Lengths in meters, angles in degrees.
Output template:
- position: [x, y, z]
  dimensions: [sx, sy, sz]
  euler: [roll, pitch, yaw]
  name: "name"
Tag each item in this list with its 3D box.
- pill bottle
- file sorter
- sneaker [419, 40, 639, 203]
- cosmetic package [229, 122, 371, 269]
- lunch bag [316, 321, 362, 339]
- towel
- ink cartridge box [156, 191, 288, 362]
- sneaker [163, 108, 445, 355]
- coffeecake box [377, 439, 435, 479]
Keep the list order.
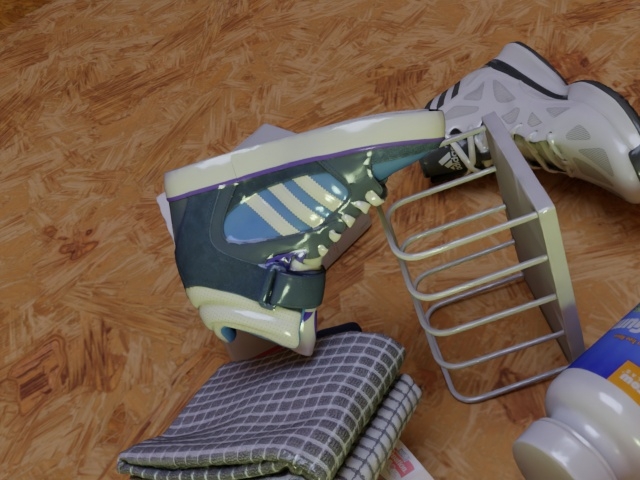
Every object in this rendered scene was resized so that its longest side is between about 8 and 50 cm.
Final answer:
- position: [0.337, 0.170, 0.956]
  dimensions: [0.272, 0.152, 0.152]
  euler: [-36, 43, -20]
  name: "pill bottle"
- position: [0.187, 0.033, 1.081]
  dimensions: [0.173, 0.277, 0.193]
  euler: [-21, 40, 5]
  name: "file sorter"
- position: [0.292, -0.125, 1.334]
  dimensions: [0.257, 0.169, 0.447]
  euler: [-32, 33, -1]
  name: "sneaker"
- position: [-0.050, -0.060, 1.373]
  dimensions: [0.184, 0.151, 0.151]
  euler: [22, 55, 40]
  name: "cosmetic package"
- position: [0.030, 0.155, 1.138]
  dimensions: [0.067, 0.098, 0.065]
  euler: [-16, 42, -3]
  name: "lunch bag"
- position: [-0.058, 0.211, 0.991]
  dimensions: [0.284, 0.121, 0.235]
  euler: [-14, 21, 32]
  name: "towel"
- position: [-0.117, 0.050, 1.207]
  dimensions: [0.100, 0.237, 0.172]
  euler: [-25, 40, -6]
  name: "ink cartridge box"
- position: [0.000, 0.000, 0.984]
  dimensions: [0.323, 0.236, 0.130]
  euler: [-13, 7, 10]
  name: "sneaker"
- position: [0.031, 0.301, 0.996]
  dimensions: [0.185, 0.068, 0.142]
  euler: [-31, 39, -13]
  name: "coffeecake box"
